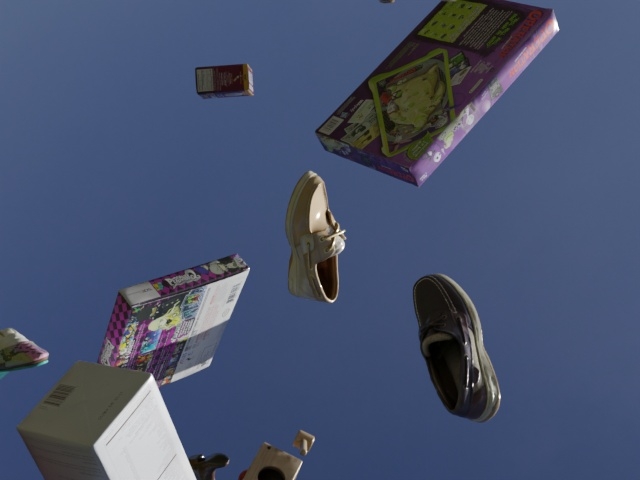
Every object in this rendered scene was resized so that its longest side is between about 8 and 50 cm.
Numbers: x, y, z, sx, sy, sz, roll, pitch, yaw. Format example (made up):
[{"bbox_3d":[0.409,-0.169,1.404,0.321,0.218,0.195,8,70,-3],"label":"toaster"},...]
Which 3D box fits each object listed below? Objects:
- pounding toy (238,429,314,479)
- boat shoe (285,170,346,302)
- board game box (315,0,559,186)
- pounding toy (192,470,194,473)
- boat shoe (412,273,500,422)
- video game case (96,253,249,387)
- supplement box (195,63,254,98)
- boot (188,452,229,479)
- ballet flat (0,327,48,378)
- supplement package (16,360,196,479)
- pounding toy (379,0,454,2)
[{"bbox_3d":[-0.090,0.419,1.821,0.206,0.094,0.181,-59,172,-47],"label":"pounding toy"},{"bbox_3d":[0.000,0.000,1.091,0.059,0.170,0.063,21,-134,22],"label":"boat shoe"},{"bbox_3d":[0.175,-0.240,1.506,0.347,0.056,0.208,-47,-140,-16],"label":"board game box"},{"bbox_3d":[-0.301,0.395,1.773,0.110,0.237,0.183,-18,180,10],"label":"pounding toy"},{"bbox_3d":[0.214,0.173,1.683,0.103,0.092,0.285,-41,-129,34],"label":"boat shoe"},{"bbox_3d":[-0.226,0.135,1.475,0.042,0.210,0.232,48,-46,26],"label":"video game case"},{"bbox_3d":[-0.149,-0.248,1.556,0.083,0.055,0.043,-3,-90,5],"label":"supplement box"},{"bbox_3d":[-0.200,0.468,1.917,0.106,0.114,0.037,-7,-166,42],"label":"boot"},{"bbox_3d":[-0.535,0.192,1.680,0.221,0.076,0.079,-21,-99,45],"label":"ballet flat"},{"bbox_3d":[-0.277,0.305,1.345,0.133,0.244,0.139,5,-143,29],"label":"supplement package"},{"bbox_3d":[0.067,-0.312,0.875,0.269,0.154,0.154,142,-55,-82],"label":"pounding toy"}]
